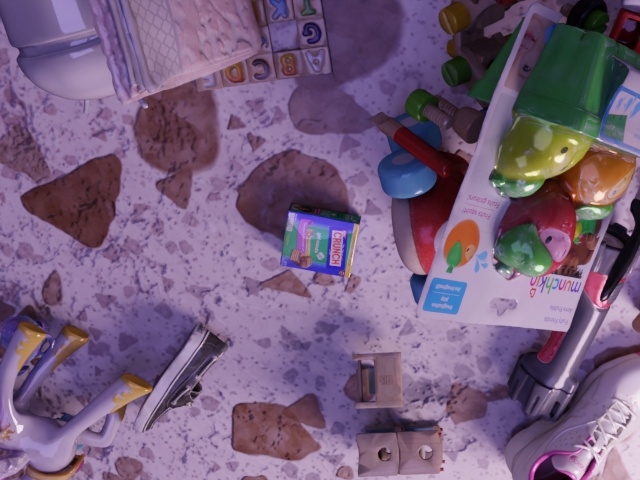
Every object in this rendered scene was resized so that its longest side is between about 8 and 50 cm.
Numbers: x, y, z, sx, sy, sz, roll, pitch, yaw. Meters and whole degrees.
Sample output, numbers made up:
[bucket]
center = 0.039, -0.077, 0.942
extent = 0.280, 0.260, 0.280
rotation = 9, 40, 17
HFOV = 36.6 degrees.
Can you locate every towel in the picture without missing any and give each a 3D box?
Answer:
[towel]
center = -0.185, -0.356, 1.155
extent = 0.053, 0.317, 0.332
rotation = -6, 109, 25

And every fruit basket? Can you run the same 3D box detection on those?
[fruit basket]
center = 0.275, -0.060, 1.116
extent = 0.165, 0.327, 0.353
rotation = 20, 96, 44

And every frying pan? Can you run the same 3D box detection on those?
[frying pan]
center = 0.448, -0.073, 1.270
extent = 0.053, 0.197, 0.326
rotation = 32, 102, 24

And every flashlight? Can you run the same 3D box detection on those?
[flashlight]
center = 0.360, 0.114, 1.420
extent = 0.103, 0.103, 0.304
rotation = 17, 119, -6

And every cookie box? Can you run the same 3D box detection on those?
[cookie box]
center = 0.000, 0.000, 1.439
extent = 0.107, 0.040, 0.092
rotation = 10, 113, 2

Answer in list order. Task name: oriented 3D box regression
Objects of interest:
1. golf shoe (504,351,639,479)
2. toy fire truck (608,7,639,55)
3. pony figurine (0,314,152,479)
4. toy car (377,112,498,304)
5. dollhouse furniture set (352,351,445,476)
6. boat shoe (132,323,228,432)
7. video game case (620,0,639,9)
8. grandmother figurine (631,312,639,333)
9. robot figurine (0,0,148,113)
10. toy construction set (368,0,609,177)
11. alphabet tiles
[golf shoe]
center = 0.412, 0.294, 1.463
extent = 0.115, 0.140, 0.306
rotation = 40, 110, -9
[toy fire truck]
center = 0.456, -0.251, 1.224
extent = 0.192, 0.135, 0.047
rotation = 17, 114, 0
[pony figurine]
center = -0.489, 0.302, 1.528
extent = 0.351, 0.303, 0.363
rotation = 30, 97, -12
[toy car]
center = 0.220, -0.055, 1.287
extent = 0.238, 0.210, 0.219
rotation = -9, 121, 17
[dollhouse furniture set]
center = 0.124, 0.267, 1.514
extent = 0.129, 0.129, 0.183
rotation = -4, 83, 8
[boat shoe]
center = -0.226, 0.235, 1.548
extent = 0.070, 0.078, 0.219
rotation = 34, 111, -7
[video game case]
center = 0.488, -0.368, 1.173
extent = 0.227, 0.026, 0.206
rotation = 8, 80, 4
[grandmother figurine]
center = 0.566, -0.007, 1.338
extent = 0.208, 0.104, 0.342
rotation = 12, 117, -8
[robot figurine]
center = -0.321, -0.334, 1.249
extent = 0.300, 0.200, 0.353
rotation = 9, 122, 49
[toy construction set]
center = 0.172, -0.257, 1.220
extent = 0.309, 0.237, 0.257
rotation = -47, 145, -4
[alphabet tiles]
center = -0.114, -0.312, 1.337
extent = 0.237, 0.009, 0.198
rotation = -6, 112, 9
